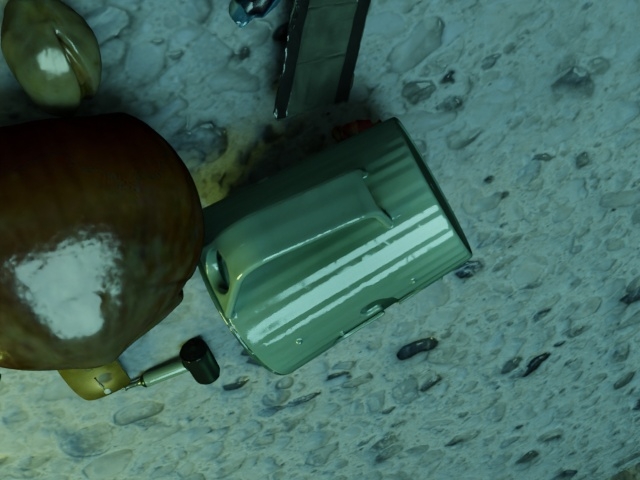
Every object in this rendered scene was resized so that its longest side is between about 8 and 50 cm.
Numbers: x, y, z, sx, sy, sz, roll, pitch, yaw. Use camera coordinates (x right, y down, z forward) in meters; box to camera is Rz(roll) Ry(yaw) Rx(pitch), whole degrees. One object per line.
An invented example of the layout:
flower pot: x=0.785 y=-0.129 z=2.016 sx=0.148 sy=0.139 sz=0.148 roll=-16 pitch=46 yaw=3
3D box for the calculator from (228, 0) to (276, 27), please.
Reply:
calculator: x=-0.022 y=-0.404 z=1.156 sx=0.051 sy=0.173 sz=0.293 roll=39 pitch=110 yaw=-9

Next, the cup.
cup: x=0.013 y=0.020 z=1.373 sx=0.392 sy=0.401 sz=0.310 roll=-29 pitch=106 yaw=12

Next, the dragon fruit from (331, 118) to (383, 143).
dragon fruit: x=0.076 y=-0.167 z=1.510 sx=0.126 sy=0.068 sz=0.112 roll=26 pitch=121 yaw=-32

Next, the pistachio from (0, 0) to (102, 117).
pistachio: x=-0.356 y=-0.243 z=1.151 sx=0.124 sy=0.124 sz=0.185 roll=-20 pitch=146 yaw=-12

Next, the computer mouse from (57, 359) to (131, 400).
computer mouse: x=-0.429 y=0.243 z=1.628 sx=0.102 sy=0.045 sz=0.199 roll=-23 pitch=137 yaw=-5

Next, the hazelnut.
hazelnut: x=-0.367 y=0.003 z=1.219 sx=0.409 sy=0.359 sz=0.359 roll=-12 pitch=135 yaw=-14

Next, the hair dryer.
hair dryer: x=-0.305 y=0.266 z=1.727 sx=0.197 sy=0.057 sz=0.100 roll=-18 pitch=137 yaw=-2

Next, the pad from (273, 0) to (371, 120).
pad: x=0.005 y=-0.301 z=1.335 sx=0.174 sy=0.022 sz=0.233 roll=-24 pitch=141 yaw=-36
